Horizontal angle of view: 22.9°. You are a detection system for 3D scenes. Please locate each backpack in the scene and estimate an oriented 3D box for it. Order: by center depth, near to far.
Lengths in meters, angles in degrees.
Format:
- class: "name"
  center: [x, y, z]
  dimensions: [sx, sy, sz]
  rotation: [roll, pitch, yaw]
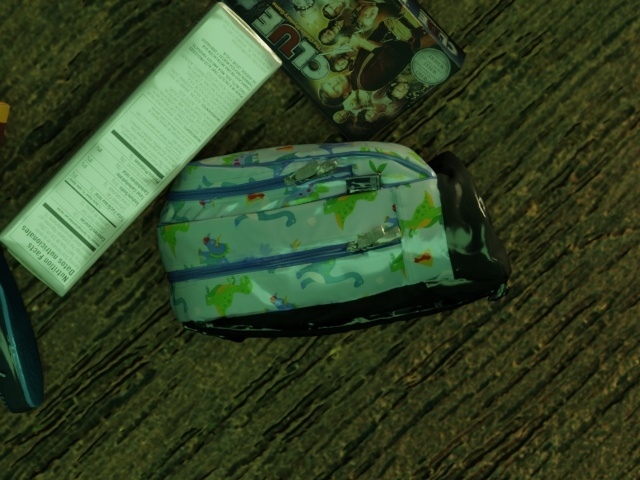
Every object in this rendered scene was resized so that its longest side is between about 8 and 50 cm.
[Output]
- class: "backpack"
  center: [0.000, 0.000, 1.735]
  dimensions: [0.355, 0.290, 0.273]
  rotation: [-23, 93, 4]

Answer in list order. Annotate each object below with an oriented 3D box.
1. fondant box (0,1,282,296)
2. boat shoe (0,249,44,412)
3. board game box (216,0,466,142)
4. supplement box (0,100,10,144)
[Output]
- class: "fondant box"
  center: [-0.193, -0.105, 1.694]
  dimensions: [0.096, 0.238, 0.330]
  rotation: [44, 91, -10]
- class: "boat shoe"
  center: [-0.387, 0.076, 1.781]
  dimensions: [0.089, 0.109, 0.258]
  rotation: [-20, 84, 3]
- class: "board game box"
  center: [0.021, -0.239, 1.758]
  dimensions: [0.165, 0.042, 0.243]
  rotation: [-37, 107, 30]
- class: "supplement box"
  center: [-0.464, -0.081, 1.684]
  dimensions: [0.191, 0.129, 0.194]
  rotation: [18, 97, 20]
